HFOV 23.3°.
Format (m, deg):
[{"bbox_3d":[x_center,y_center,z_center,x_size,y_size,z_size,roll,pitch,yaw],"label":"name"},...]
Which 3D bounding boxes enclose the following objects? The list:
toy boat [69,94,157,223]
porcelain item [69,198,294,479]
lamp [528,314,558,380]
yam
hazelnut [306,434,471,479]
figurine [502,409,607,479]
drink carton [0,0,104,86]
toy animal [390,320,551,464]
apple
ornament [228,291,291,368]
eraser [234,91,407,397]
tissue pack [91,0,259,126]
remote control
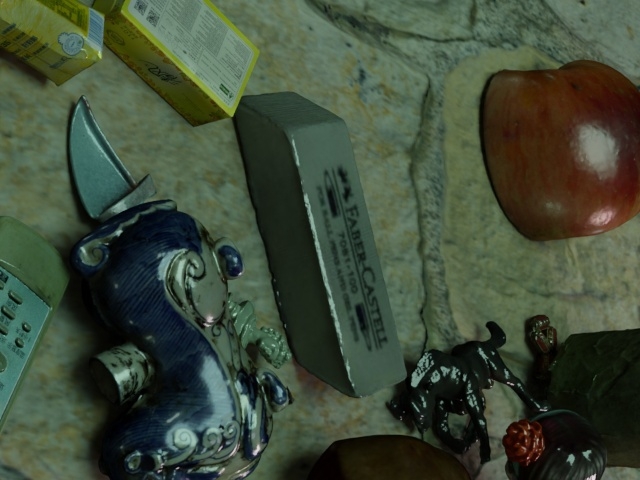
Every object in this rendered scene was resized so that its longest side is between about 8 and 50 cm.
[{"bbox_3d":[-0.220,-0.077,1.528,0.122,0.034,0.096,56,43,-11],"label":"toy boat"},{"bbox_3d":[-0.153,0.112,1.486,0.186,0.138,0.288,-27,106,-32],"label":"porcelain item"},{"bbox_3d":[0.298,0.140,2.076,0.063,0.031,0.083,-18,94,-55],"label":"lamp"},{"bbox_3d":[0.442,0.203,2.006,0.195,0.300,0.195,11,76,-52],"label":"yam"},{"bbox_3d":[0.073,0.285,1.655,0.202,0.170,0.160,15,70,-36],"label":"hazelnut"},{"bbox_3d":[0.260,0.314,1.858,0.138,0.110,0.245,-18,128,-43],"label":"figurine"},{"bbox_3d":[-0.294,-0.222,1.434,0.200,0.084,0.074,30,48,-41],"label":"drink carton"},{"bbox_3d":[0.183,0.179,1.886,0.233,0.085,0.148,-32,103,-46],"label":"toy animal"},{"bbox_3d":[0.369,-0.137,2.135,0.293,0.163,0.251,-22,98,-52],"label":"apple"},{"bbox_3d":[-0.076,0.095,1.638,0.092,0.041,0.068,20,59,-35],"label":"ornament"},{"bbox_3d":[0.001,0.000,1.724,0.111,0.077,0.352,-14,91,-50],"label":"eraser"},{"bbox_3d":[-0.152,-0.210,1.613,0.176,0.062,0.095,43,52,-35],"label":"tissue pack"},{"bbox_3d":[-0.297,0.090,1.378,0.098,0.038,0.233,44,50,-33],"label":"remote control"}]
